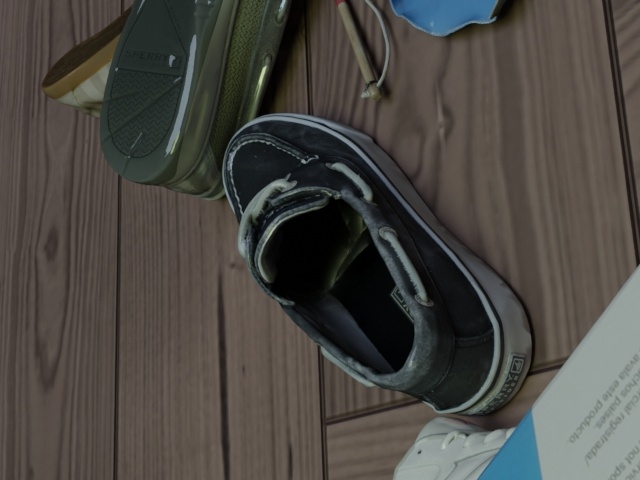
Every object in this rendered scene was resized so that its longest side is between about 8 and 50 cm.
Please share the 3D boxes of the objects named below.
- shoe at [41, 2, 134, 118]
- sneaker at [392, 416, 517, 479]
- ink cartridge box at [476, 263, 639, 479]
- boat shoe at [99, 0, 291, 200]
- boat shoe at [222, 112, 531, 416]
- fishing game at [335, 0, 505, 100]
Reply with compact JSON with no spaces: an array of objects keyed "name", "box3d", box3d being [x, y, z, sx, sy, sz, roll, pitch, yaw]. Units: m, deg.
[{"name":"shoe","box3d":[-0.146,-0.161,1.007,0.219,0.058,0.076,-23,32,40]},{"name":"sneaker","box3d":[0.090,0.124,0.612,0.232,0.090,0.115,-46,44,30]},{"name":"ink cartridge box","box3d":[0.198,0.155,0.383,0.198,0.197,0.270,-57,43,21]},{"name":"boat shoe","box3d":[-0.063,-0.188,0.879,0.118,0.103,0.320,15,89,38]},{"name":"boat shoe","box3d":[0.000,0.000,0.740,0.108,0.102,0.301,-60,42,18]},{"name":"fishing game","box3d":[0.088,-0.216,0.750,0.264,0.041,0.189,-44,46,33]}]
